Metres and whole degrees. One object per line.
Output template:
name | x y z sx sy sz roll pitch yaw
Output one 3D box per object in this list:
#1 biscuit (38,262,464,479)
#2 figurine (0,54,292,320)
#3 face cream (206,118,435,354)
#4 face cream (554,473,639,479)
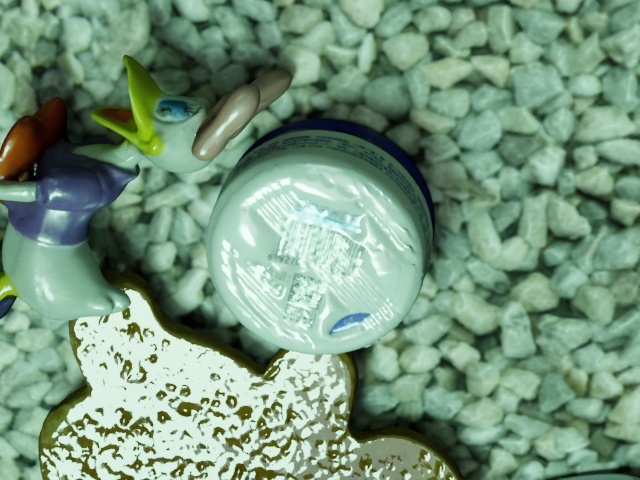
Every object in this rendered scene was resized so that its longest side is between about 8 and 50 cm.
biscuit | -0.060 0.206 1.893 0.432 0.064 0.283 18 106 1
figurine | -0.217 -0.036 1.763 0.193 0.154 0.421 44 109 -2
face cream | 0.000 0.000 1.767 0.206 0.111 0.206 3 116 7
face cream | 0.280 0.369 1.895 0.144 0.071 0.291 -7 112 13
